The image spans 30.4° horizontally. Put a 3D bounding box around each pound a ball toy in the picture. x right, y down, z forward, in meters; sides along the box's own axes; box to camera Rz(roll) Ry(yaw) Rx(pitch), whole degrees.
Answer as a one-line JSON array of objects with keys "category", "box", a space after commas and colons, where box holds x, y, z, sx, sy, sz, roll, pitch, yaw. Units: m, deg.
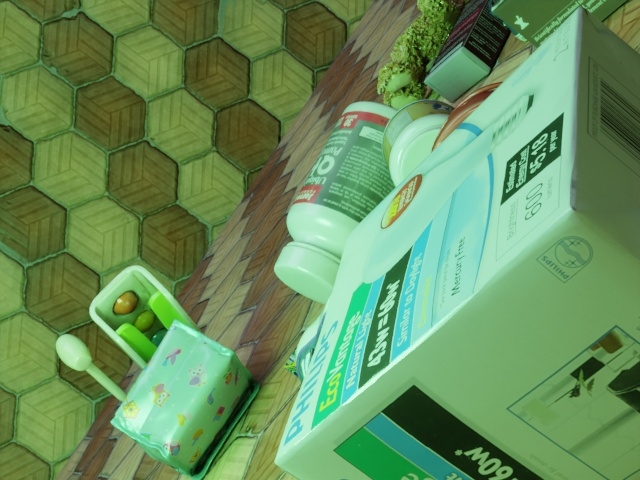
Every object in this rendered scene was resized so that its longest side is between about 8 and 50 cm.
[{"category": "pound a ball toy", "box": [-0.337, 0.180, 2.111, 0.208, 0.136, 0.319, -45, -33, -10]}]

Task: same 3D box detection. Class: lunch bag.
[{"category": "lunch bag", "box": [-0.225, 0.295, 2.086, 0.223, 0.160, 0.262, -58, -22, -15]}]

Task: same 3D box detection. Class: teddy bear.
[{"category": "teddy bear", "box": [0.217, -0.413, 2.393, 0.338, 0.113, 0.245, -60, -26, 7]}]

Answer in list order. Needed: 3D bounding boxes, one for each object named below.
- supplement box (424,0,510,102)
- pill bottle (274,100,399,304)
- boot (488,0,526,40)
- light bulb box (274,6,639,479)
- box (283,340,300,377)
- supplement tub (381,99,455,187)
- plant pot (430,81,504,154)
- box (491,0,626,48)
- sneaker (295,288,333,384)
[{"category": "supplement box", "box": [0.295, -0.385, 2.219, 0.130, 0.073, 0.239, -37, 21, 56]}, {"category": "pill bottle", "box": [0.052, -0.057, 1.954, 0.318, 0.176, 0.176, -62, 14, -19]}, {"category": "boot", "box": [0.347, -0.426, 2.100, 0.069, 0.086, 0.190, -48, 13, 27]}, {"category": "light bulb box", "box": [0.181, 0.050, 1.043, 0.361, 0.225, 0.358, -45, 15, 33]}, {"category": "box", "box": [0.006, 0.178, 1.782, 0.059, 0.054, 0.169, -58, 12, -20]}, {"category": "supplement tub", "box": [0.172, -0.129, 1.791, 0.144, 0.144, 0.199, -51, 12, 12]}, {"category": "plant pot", "box": [0.226, -0.095, 1.386, 0.191, 0.191, 0.174, -49, 6, 21]}, {"category": "box", "box": [0.420, -0.481, 1.851, 0.191, 0.143, 0.381, -39, 17, 49]}, {"category": "sneaker", "box": [0.033, 0.214, 1.398, 0.322, 0.130, 0.236, 104, 172, -59]}]
